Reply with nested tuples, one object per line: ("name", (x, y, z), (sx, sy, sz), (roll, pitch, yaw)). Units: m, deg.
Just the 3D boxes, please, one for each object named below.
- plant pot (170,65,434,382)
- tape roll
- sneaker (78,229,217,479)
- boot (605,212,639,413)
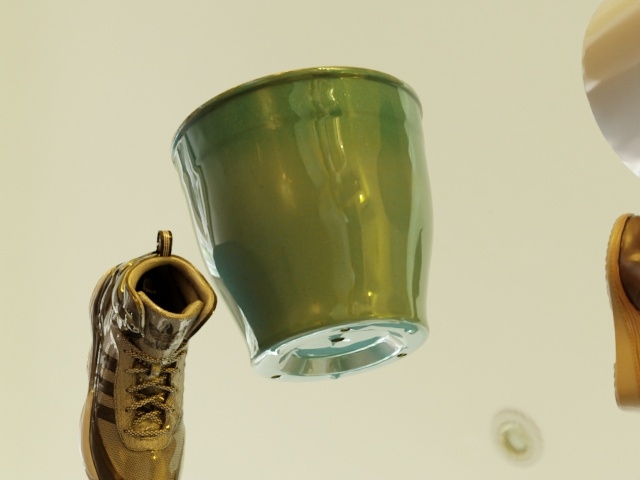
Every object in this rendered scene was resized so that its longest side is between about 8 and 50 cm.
("plant pot", (0.000, 0.000, 1.264), (0.272, 0.272, 0.255), (-36, -122, 45))
("tape roll", (0.401, -0.175, 1.193), (0.246, 0.246, 0.169), (64, -30, 3))
("sneaker", (-0.160, 0.123, 1.148), (0.153, 0.101, 0.268), (133, -44, -54))
("boot", (0.406, 0.068, 1.272), (0.207, 0.248, 0.090), (-10, -35, 23))
